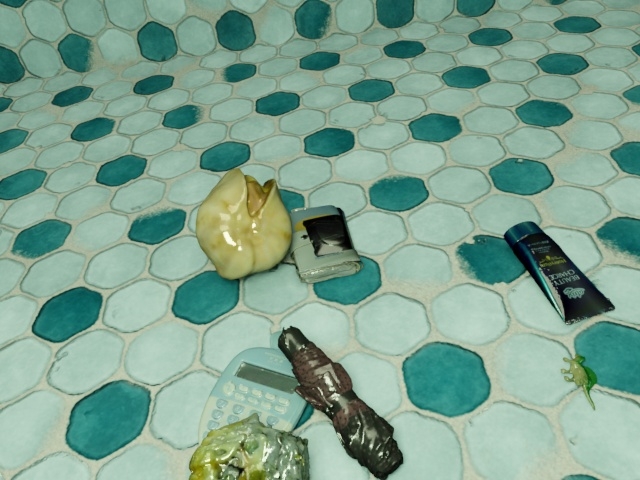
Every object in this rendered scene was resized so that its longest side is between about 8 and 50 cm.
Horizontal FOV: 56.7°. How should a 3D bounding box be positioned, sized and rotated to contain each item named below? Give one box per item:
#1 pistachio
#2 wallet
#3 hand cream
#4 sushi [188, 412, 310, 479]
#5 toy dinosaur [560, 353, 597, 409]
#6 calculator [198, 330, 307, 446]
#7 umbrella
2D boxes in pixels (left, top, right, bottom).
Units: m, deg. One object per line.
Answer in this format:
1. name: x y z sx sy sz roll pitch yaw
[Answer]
1. pistachio: -0.182 -0.043 1.409 0.229 0.238 0.321 22 32 -20
2. wallet: 0.000 0.000 1.448 0.170 0.069 0.231 -8 40 -6
3. hand cream: 0.505 0.067 1.290 0.120 0.061 0.271 -14 48 -13
4. sushi: -0.107 0.408 0.920 0.184 0.139 0.274 -6 54 9
5. toy dinosaur: 0.485 0.255 1.089 0.060 0.029 0.120 1 41 -14
6. calculator: -0.117 0.298 1.139 0.188 0.042 0.303 11 44 24
7. umbrella: 0.024 0.280 1.063 0.094 0.090 0.326 -13 48 -43
